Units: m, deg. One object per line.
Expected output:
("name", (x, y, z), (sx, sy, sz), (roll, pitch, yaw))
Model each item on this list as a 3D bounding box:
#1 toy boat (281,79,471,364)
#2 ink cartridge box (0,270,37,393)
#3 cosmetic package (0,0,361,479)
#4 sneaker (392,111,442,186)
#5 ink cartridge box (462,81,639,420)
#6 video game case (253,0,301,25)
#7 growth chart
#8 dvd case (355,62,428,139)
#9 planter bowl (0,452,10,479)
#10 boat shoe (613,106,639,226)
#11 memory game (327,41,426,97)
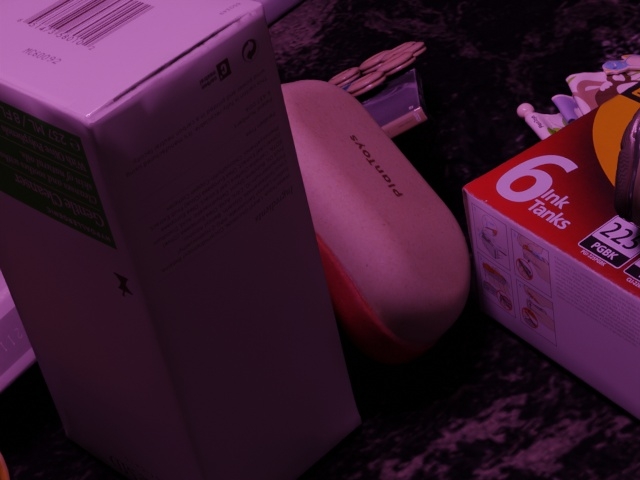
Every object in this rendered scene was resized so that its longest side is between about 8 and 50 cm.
("toy boat", (0.000, 0.000, 1.188), (0.231, 0.151, 0.151), (52, 30, 12))
("ink cartridge box", (-0.251, 0.021, 1.338), (0.261, 0.066, 0.296), (-10, 29, 51))
("cosmetic package", (-0.113, 0.004, 1.082), (0.197, 0.365, 0.155), (23, 49, 40))
("sneaker", (0.005, -0.045, 1.333), (0.097, 0.084, 0.235), (23, 51, 38))
("ink cartridge box", (0.308, 0.009, 1.145), (0.272, 0.130, 0.309), (-31, 42, -23))
("video game case", (-0.099, -0.337, 1.760), (0.300, 0.036, 0.329), (23, 51, 37))
("growth chart", (0.295, -0.123, 1.399), (0.237, 0.021, 0.172), (-23, 38, -13))
("dvd case", (-0.013, -0.077, 1.337), (0.221, 0.018, 0.164), (-28, 16, 10))
("planter bowl", (-0.306, 0.226, 1.084), (0.217, 0.090, 0.217), (-7, 39, 6))
("boat shoe", (0.338, -0.095, 1.084), (0.120, 0.122, 0.324), (31, 59, 35))
("memory game", (0.012, -0.135, 1.425), (0.186, 0.012, 0.186), (-27, 10, 5))
